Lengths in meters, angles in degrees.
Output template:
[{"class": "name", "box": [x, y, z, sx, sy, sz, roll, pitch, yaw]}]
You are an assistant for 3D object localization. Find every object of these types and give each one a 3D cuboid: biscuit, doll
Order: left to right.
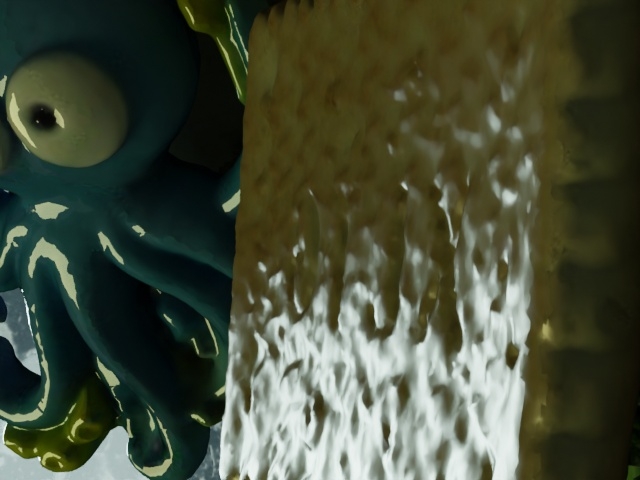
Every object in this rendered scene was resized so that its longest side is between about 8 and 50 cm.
[{"class": "doll", "box": [-0.124, -0.016, 0.872, 0.099, 0.346, 0.341, -50, -50, -51]}, {"class": "biscuit", "box": [0.028, 0.007, 0.616, 0.325, 0.044, 0.217, 178, 97, -72]}]

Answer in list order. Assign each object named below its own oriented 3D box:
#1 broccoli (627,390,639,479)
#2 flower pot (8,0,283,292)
[{"class": "broccoli", "box": [0.123, 0.141, 0.631, 0.269, 0.241, 0.261, 16, 141, 32]}, {"class": "flower pot", "box": [-0.086, -0.132, 0.986, 0.290, 0.290, 0.259, 55, 167, 51]}]
